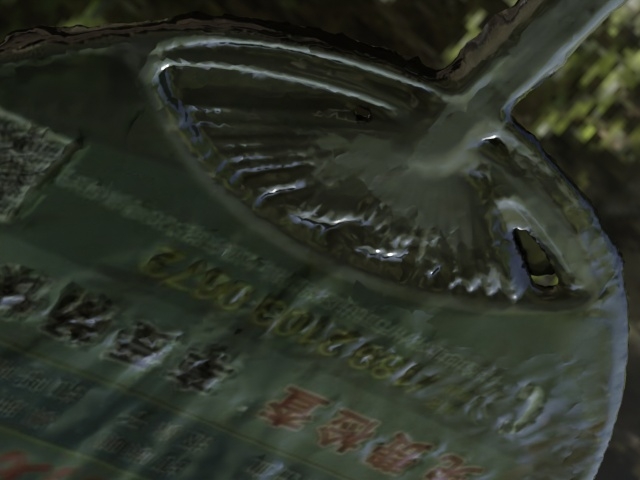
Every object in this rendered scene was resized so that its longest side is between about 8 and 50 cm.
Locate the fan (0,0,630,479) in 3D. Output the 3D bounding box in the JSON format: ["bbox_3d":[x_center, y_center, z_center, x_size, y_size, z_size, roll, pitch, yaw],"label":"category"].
[{"bbox_3d":[-0.033,0.006,0.383,0.012,0.223,0.294,-102,-160,-44],"label":"fan"}]
